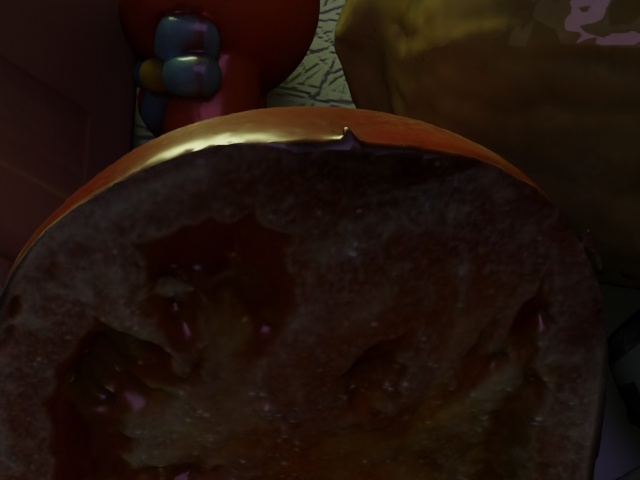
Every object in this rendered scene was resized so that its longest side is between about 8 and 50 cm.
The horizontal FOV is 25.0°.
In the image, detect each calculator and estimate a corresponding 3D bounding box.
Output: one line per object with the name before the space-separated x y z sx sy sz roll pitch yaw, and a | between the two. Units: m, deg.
calculator | -0.176 -0.127 0.869 0.048 0.220 0.330 -10 70 23

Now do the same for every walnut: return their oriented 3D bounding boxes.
walnut | 0.179 -0.114 0.822 0.343 0.306 0.306 -3 65 -6

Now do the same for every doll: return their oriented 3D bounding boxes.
doll | -0.065 -0.150 0.906 0.129 0.161 0.290 1 84 0

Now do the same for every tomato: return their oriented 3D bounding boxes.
tomato | -0.021 0.070 0.746 0.338 0.338 0.144 -10 26 -5

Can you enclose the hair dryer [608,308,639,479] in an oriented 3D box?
hair dryer | 0.216 0.191 0.813 0.229 0.092 0.267 31 82 7
